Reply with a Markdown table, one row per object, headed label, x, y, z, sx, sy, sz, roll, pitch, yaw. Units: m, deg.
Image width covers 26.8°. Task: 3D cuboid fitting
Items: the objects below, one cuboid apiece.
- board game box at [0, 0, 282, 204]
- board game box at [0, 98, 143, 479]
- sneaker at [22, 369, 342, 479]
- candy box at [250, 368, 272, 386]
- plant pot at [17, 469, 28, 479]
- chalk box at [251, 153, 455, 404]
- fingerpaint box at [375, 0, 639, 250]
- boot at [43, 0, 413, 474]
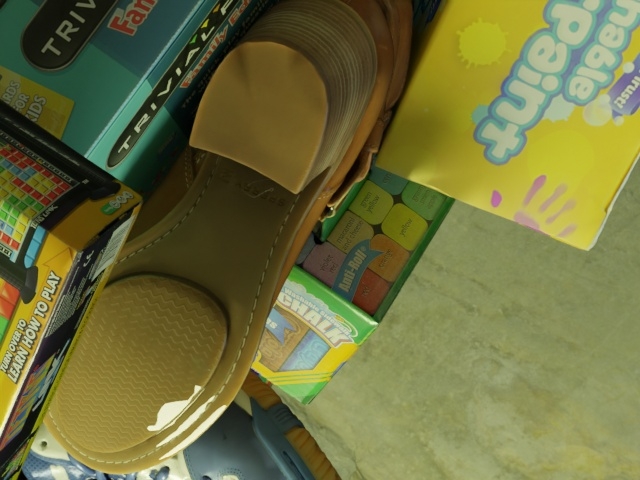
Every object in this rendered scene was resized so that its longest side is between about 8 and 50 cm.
| label | x | y | z | sx | sy | sz | roll | pitch | yaw |
| --- | --- | --- | --- | --- | --- | --- | --- | --- | --- |
| board game box | -0.069 | -0.117 | 0.773 | 0.254 | 0.079 | 0.336 | -54 | 173 | -5 |
| board game box | -0.160 | 0.015 | 0.506 | 0.170 | 0.141 | 0.048 | -61 | 174 | 35 |
| sneaker | -0.104 | 0.121 | 0.807 | 0.131 | 0.296 | 0.112 | -43 | 143 | -20 |
| candy box | -0.140 | 0.165 | 1.439 | 0.268 | 0.122 | 0.317 | -57 | 172 | 19 |
| plant pot | -0.122 | 0.207 | 1.087 | 0.263 | 0.229 | 0.263 | -52 | -171 | 12 |
| chalk box | 0.000 | 0.000 | 0.954 | 0.132 | 0.132 | 0.213 | -55 | -179 | -31 |
| fingerpaint box | 0.190 | -0.281 | 0.898 | 0.371 | 0.163 | 0.445 | -84 | -163 | -62 |
| boot | -0.043 | -0.019 | 0.748 | 0.283 | 0.109 | 0.220 | -66 | 173 | 23 |
